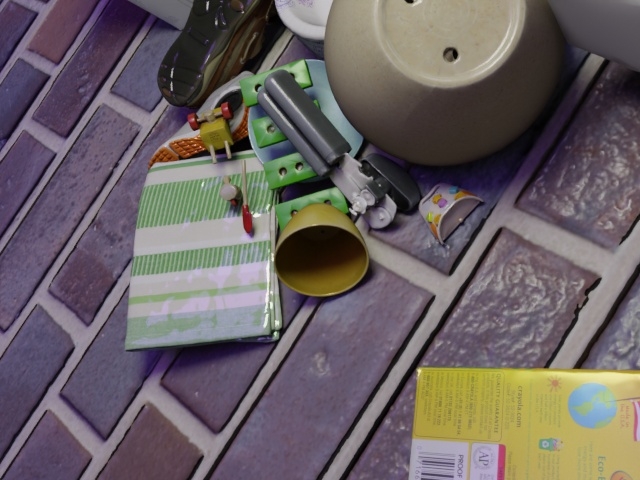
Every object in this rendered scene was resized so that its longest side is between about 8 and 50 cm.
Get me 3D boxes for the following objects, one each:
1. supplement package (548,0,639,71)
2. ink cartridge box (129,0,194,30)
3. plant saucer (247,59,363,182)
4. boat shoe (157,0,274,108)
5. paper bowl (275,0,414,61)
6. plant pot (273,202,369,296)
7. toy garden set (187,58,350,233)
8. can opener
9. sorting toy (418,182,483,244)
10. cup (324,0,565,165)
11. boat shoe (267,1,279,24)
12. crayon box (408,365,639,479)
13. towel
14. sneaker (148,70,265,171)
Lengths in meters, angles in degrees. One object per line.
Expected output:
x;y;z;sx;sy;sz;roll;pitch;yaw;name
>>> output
0.402;-0.347;0.851;0.177;0.175;0.293;36;91;38;supplement package
-0.289;-0.545;1.386;0.272;0.309;0.130;-17;60;43;ink cartridge box
-0.018;-0.186;1.242;0.195;0.037;0.194;-1;87;15;plant saucer
-0.158;-0.369;1.364;0.122;0.120;0.324;46;107;26;boat shoe
0.080;-0.403;1.236;0.284;0.148;0.284;-12;64;26;paper bowl
0.000;0.000;1.129;0.134;0.134;0.095;-27;36;19;plant pot
-0.081;-0.129;1.213;0.204;0.049;0.244;-17;85;11;toy garden set
0.021;-0.133;1.141;0.280;0.074;0.093;47;55;4;can opener
0.170;-0.050;1.096;0.083;0.045;0.075;-48;34;4;sorting toy
0.157;-0.260;0.980;0.331;0.237;0.331;0;95;6;cup
-0.083;-0.422;1.400;0.190;0.068;0.072;42;109;38;boat shoe
0.259;0.249;0.875;0.319;0.081;0.202;-4;67;31;crayon box
-0.180;0.010;1.243;0.248;0.038;0.324;-6;66;11;towel
-0.189;-0.189;1.354;0.262;0.099;0.121;-34;27;25;sneaker
